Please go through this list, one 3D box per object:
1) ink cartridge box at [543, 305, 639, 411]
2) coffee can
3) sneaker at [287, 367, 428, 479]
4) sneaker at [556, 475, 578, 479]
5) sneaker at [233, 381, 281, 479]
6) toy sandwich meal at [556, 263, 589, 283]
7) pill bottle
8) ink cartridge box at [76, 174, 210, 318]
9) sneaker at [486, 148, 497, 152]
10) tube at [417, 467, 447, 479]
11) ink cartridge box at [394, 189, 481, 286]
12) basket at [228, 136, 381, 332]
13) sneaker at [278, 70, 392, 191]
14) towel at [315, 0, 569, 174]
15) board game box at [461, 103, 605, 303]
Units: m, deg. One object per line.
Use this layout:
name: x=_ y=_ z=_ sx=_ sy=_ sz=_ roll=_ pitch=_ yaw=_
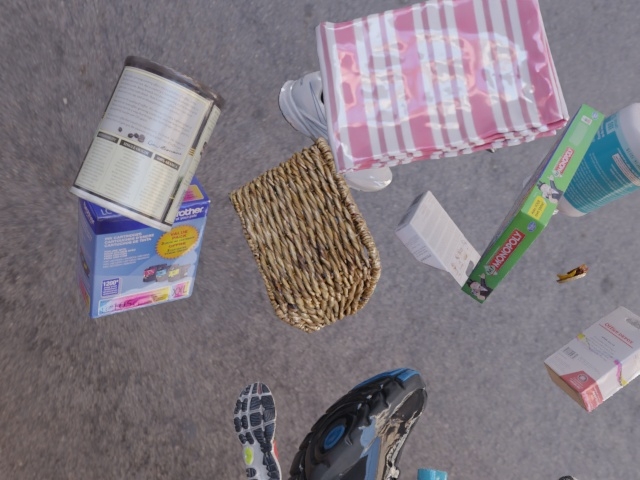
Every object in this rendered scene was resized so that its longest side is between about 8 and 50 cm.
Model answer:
ink cartridge box: x=0.552 y=0.226 z=1.421 sx=0.198 sy=0.115 sz=0.067 roll=-35 pitch=123 yaw=-4
coffee can: x=-0.324 y=-0.177 z=1.379 sx=0.202 sy=0.201 sz=0.275 roll=24 pitch=87 yaw=-16
sneaker: x=0.027 y=0.301 z=0.835 sx=0.140 sy=0.125 sz=0.341 roll=40 pitch=78 yaw=-9
sneaker: x=0.376 y=0.412 z=1.105 sx=0.057 sy=0.075 sz=0.161 roll=-15 pitch=106 yaw=11
sneaker: x=-0.159 y=0.496 z=1.838 sx=0.107 sy=0.118 sz=0.279 roll=-4 pitch=82 yaw=-4
toy sandwich meal: x=0.640 y=0.085 z=1.866 sx=0.086 sy=0.085 sz=0.029 roll=-17 pitch=83 yaw=-16
pill bottle: x=0.522 y=-0.138 z=1.396 sx=0.146 sy=0.264 sz=0.146 roll=25 pitch=50 yaw=-34
ink cartridge box: x=-0.422 y=-0.021 z=1.715 sx=0.270 sy=0.151 sz=0.395 roll=-12 pitch=138 yaw=-30
sneaker: x=0.326 y=-0.235 z=1.454 sx=0.058 sy=0.052 sz=0.135 roll=-35 pitch=111 yaw=-1
tube: x=0.184 y=0.501 z=1.258 sx=0.052 sy=0.080 sz=0.207 roll=3 pitch=68 yaw=14
ink cartridge box: x=0.292 y=0.012 z=1.793 sx=0.232 sy=0.066 sz=0.189 roll=54 pitch=35 yaw=-11
basket: x=0.000 y=0.000 z=1.405 sx=0.223 sy=0.213 sz=0.299 roll=-30 pitch=63 yaw=11
sneaker: x=0.047 y=-0.213 z=1.468 sx=0.297 sy=0.129 sz=0.111 roll=44 pitch=55 yaw=-21
towel: x=0.097 y=-0.141 z=0.621 sx=0.197 sy=0.029 sz=0.144 roll=-10 pitch=74 yaw=7
board game box: x=0.352 y=-0.063 z=1.206 sx=0.046 sy=0.213 sz=0.317 roll=33 pitch=50 yaw=9
